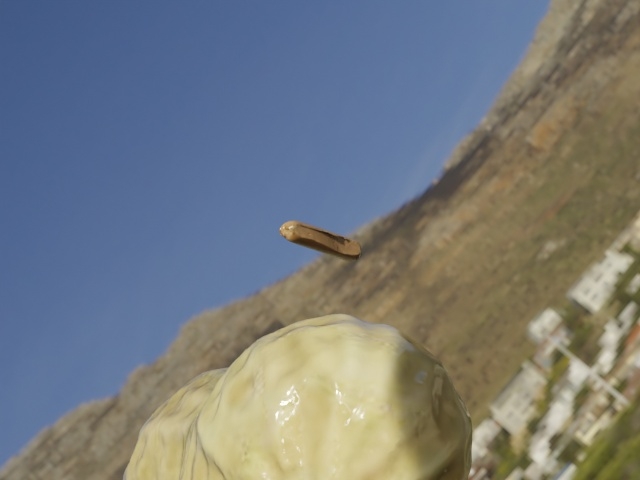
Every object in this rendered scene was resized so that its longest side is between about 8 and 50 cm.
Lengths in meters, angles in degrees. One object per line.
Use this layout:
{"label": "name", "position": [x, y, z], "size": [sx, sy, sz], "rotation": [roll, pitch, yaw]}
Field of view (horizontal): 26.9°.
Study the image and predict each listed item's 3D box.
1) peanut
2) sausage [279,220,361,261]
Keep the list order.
{"label": "peanut", "position": [-0.025, 0.121, 0.654], "size": [0.136, 0.120, 0.298], "rotation": [-65, 13, -22]}
{"label": "sausage", "position": [0.000, 0.000, 1.364], "size": [0.116, 0.026, 0.026], "rotation": [18, -68, -52]}
